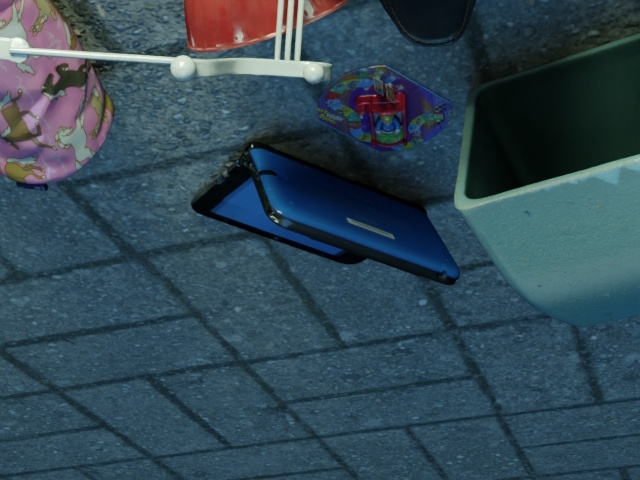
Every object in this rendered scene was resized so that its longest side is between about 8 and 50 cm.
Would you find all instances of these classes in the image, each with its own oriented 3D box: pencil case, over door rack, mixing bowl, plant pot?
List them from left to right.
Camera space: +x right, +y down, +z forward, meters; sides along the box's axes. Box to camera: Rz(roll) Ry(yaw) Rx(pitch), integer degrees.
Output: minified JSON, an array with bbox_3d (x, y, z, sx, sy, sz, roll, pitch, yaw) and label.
[{"bbox_3d":[-0.358,-0.216,1.062,0.160,0.167,0.386,27,158,27],"label":"pencil case"},{"bbox_3d":[-0.146,-0.259,0.874,0.324,0.239,0.108,5,-170,5],"label":"over door rack"},{"bbox_3d":[-0.061,-0.263,0.995,0.182,0.181,0.098,-12,115,19],"label":"mixing bowl"},{"bbox_3d":[0.319,-0.047,1.165,0.248,0.247,0.252,-15,125,24],"label":"plant pot"}]

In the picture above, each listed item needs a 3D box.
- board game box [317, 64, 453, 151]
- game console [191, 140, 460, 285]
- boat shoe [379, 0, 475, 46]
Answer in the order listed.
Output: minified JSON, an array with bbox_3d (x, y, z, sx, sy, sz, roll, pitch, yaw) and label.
[{"bbox_3d":[0.078,-0.148,1.274,0.169,0.033,0.133,24,141,-32],"label":"board game box"},{"bbox_3d":[0.000,0.000,1.395,0.293,0.250,0.173,19,117,-27],"label":"game console"},{"bbox_3d":[0.085,-0.292,0.950,0.132,0.130,0.355,-6,147,11],"label":"boat shoe"}]
